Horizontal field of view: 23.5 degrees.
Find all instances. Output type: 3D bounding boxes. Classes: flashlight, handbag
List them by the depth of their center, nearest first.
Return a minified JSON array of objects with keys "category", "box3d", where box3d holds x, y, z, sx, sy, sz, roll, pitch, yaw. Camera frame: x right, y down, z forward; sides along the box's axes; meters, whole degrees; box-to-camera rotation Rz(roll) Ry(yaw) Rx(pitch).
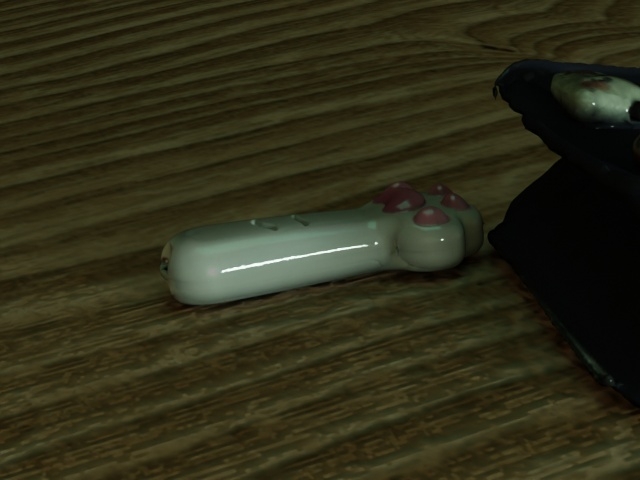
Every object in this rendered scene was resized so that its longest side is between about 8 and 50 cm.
[{"category":"handbag","box3d":[0.275,-0.031,0.851,0.329,0.122,0.303,-6,18,-7]},{"category":"flashlight","box3d":[0.000,0.000,0.941,0.200,0.048,0.093,-9,18,-12]}]
